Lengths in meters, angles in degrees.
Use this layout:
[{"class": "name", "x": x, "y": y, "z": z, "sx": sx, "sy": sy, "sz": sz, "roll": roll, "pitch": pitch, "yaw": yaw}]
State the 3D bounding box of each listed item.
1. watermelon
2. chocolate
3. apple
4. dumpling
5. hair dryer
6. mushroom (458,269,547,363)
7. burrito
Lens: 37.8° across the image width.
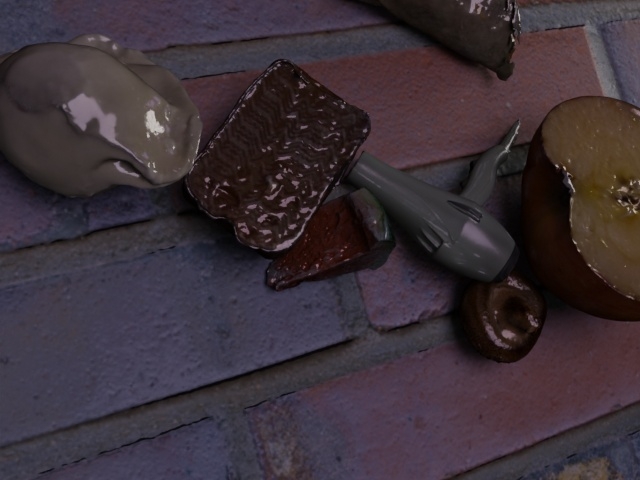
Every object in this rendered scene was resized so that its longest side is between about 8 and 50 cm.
[{"class": "watermelon", "x": 0.015, "y": -0.001, "z": 1.108, "sx": 0.158, "sy": 0.121, "sz": 0.098, "roll": -29, "pitch": 74, "yaw": 15}, {"class": "chocolate", "x": -0.051, "y": -0.084, "z": 1.053, "sx": 0.148, "sy": 0.093, "sz": 0.214, "roll": 35, "pitch": 74, "yaw": 2}, {"class": "apple", "x": 0.356, "y": -0.021, "z": 1.213, "sx": 0.251, "sy": 0.163, "sz": 0.293, "roll": 10, "pitch": 60, "yaw": -19}, {"class": "dumpling", "x": -0.235, "y": -0.139, "z": 0.956, "sx": 0.258, "sy": 0.147, "sz": 0.193, "roll": 26, "pitch": 46, "yaw": 9}, {"class": "hair dryer", "x": 0.146, "y": -0.087, "z": 1.184, "sx": 0.229, "sy": 0.092, "sz": 0.267, "roll": 20, "pitch": 52, "yaw": -12}, {"class": "mushroom", "x": 0.229, "y": 0.094, "z": 1.170, "sx": 0.109, "sy": 0.085, "sz": 0.126, "roll": 30, "pitch": 54, "yaw": 31}, {"class": "burrito", "x": 0.129, "y": -0.357, "z": 1.210, "sx": 0.347, "sy": 0.107, "sz": 0.175, "roll": 23, "pitch": 83, "yaw": -19}]
